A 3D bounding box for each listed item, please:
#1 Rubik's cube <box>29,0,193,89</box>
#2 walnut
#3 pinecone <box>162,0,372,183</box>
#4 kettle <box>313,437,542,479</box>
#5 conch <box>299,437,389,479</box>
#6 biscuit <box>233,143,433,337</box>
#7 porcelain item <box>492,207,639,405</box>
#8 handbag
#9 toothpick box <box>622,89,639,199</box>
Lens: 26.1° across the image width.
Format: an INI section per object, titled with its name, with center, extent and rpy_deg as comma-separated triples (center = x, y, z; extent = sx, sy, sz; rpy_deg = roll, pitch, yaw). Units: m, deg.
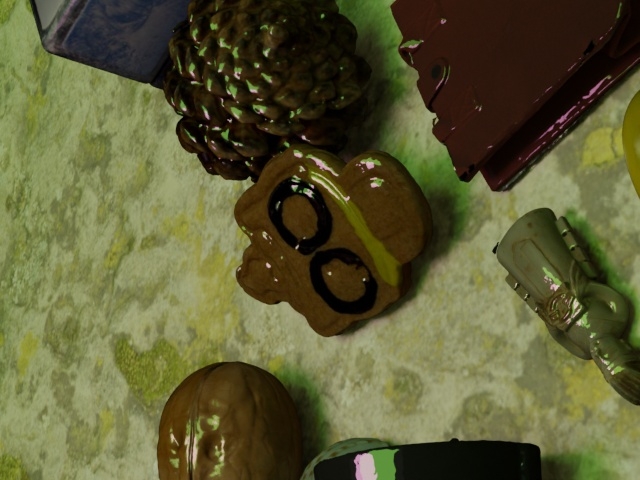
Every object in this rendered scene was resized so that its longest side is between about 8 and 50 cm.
[Rubik's cube]
center = -0.176, -0.394, 1.724
extent = 0.313, 0.318, 0.316
rpy_deg = -52, 42, 29
[walnut]
center = -0.103, 0.239, 1.564
extent = 0.167, 0.167, 0.207
rpy_deg = -15, 70, 49
[pinecone]
center = -0.075, -0.180, 1.599
extent = 0.257, 0.243, 0.243
rpy_deg = -19, 65, 51
[kettle]
center = 0.136, 0.343, 1.237
extent = 0.203, 0.262, 0.308
rpy_deg = 102, 164, -71
[conch]
center = 0.025, 0.266, 1.444
extent = 0.153, 0.102, 0.135
rpy_deg = -23, 47, 47
[biscuit]
center = 0.000, 0.000, 1.506
extent = 0.290, 0.041, 0.208
rpy_deg = -33, 93, 42
[porcelain item]
center = 0.236, 0.064, 1.268
extent = 0.084, 0.054, 0.213
rpy_deg = -56, 42, 27
[handbag]
center = 0.202, -0.222, 1.386
extent = 0.275, 0.084, 0.260
rpy_deg = -44, 50, 36
[toothpick box]
center = 0.381, -0.097, 1.036
extent = 0.271, 0.175, 0.175
rpy_deg = -31, 56, 39
